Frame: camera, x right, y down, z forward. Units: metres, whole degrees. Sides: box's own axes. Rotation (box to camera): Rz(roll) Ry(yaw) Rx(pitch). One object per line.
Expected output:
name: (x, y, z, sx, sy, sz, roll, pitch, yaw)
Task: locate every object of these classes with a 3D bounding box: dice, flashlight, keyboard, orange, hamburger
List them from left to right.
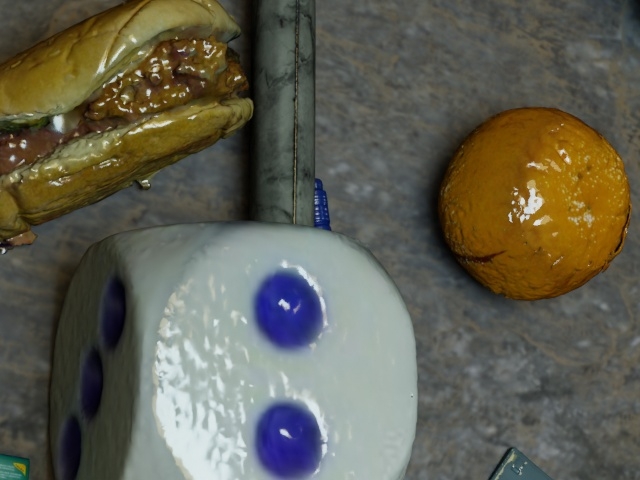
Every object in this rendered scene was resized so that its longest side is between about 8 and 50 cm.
hamburger: (-0.192, -0.117, 1.406, 0.282, 0.245, 0.155, -25, 87, -49)
dice: (-0.081, 0.128, 1.354, 0.243, 0.259, 0.251, 5, 77, -23)
flashlight: (0.000, 0.000, 1.530, 0.035, 0.057, 0.121, 15, 63, -55)
orange: (0.204, -0.037, 1.550, 0.193, 0.161, 0.193, 5, 81, -33)
keyboard: (0.239, 0.280, 1.579, 0.176, 0.014, 0.055, 40, 69, -10)

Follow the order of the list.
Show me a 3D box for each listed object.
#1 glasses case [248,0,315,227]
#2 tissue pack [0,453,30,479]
glasses case: (-0.036, -0.122, 1.496, 0.060, 0.114, 0.299, 2, 79, -8)
tissue pack: (-0.309, 0.227, 1.345, 0.111, 0.079, 0.085, 12, 44, -19)
